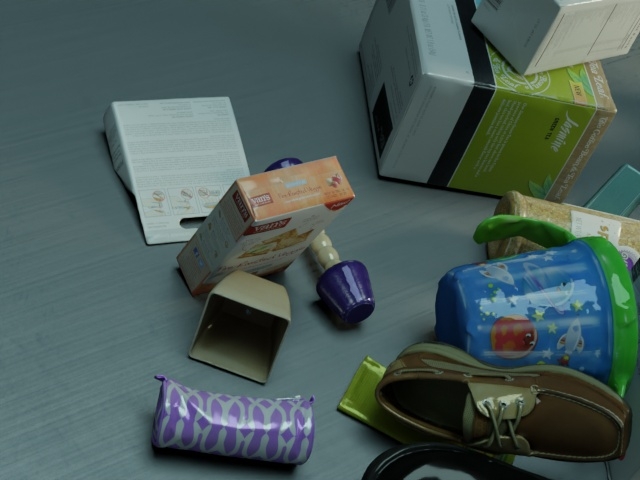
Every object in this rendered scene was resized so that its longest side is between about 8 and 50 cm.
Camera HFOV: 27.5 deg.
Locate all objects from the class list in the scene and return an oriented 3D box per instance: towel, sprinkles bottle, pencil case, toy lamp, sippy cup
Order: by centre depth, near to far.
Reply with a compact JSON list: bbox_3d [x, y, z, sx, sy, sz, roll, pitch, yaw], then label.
[{"bbox_3d":[-0.103,0.219,1.584,0.206,0.086,0.088,9,79,-15],"label":"pencil case"},{"bbox_3d":[0.146,0.240,1.714,0.237,0.021,0.102,27,43,6],"label":"towel"},{"bbox_3d":[0.278,0.114,1.761,0.224,0.240,0.305,-2,18,-10],"label":"sippy cup"},{"bbox_3d":[0.000,0.000,1.849,0.080,0.080,0.275,-7,52,-27],"label":"toy lamp"},{"bbox_3d":[0.436,0.020,1.974,0.355,0.121,0.121,12,44,-10],"label":"sprinkles bottle"}]

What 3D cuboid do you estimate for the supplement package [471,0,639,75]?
[{"bbox_3d":[0.378,-0.359,1.988,0.244,0.139,0.134,-15,56,-36],"label":"supplement package"}]

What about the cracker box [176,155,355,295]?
[{"bbox_3d":[-0.076,-0.016,1.718,0.155,0.232,0.067,-15,71,-32],"label":"cracker box"}]

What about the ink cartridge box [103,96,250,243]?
[{"bbox_3d":[-0.200,-0.097,1.900,0.189,0.066,0.232,-6,71,-27],"label":"ink cartridge box"}]

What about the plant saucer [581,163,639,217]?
[{"bbox_3d":[0.489,-0.070,2.157,0.067,0.018,0.192,36,46,15],"label":"plant saucer"}]

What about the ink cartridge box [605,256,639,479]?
[{"bbox_3d":[0.517,0.125,1.707,0.166,0.395,0.286,13,45,-13],"label":"ink cartridge box"}]

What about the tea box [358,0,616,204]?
[{"bbox_3d":[0.257,-0.263,2.105,0.323,0.220,0.329,9,45,-16],"label":"tea box"}]

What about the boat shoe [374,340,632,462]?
[{"bbox_3d":[0.213,0.214,1.600,0.324,0.123,0.120,9,19,31],"label":"boat shoe"}]

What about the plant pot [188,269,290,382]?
[{"bbox_3d":[-0.097,0.101,1.699,0.109,0.109,0.096,20,31,-3],"label":"plant pot"}]

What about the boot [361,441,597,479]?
[{"bbox_3d":[0.236,0.319,1.485,0.347,0.260,0.131,11,85,-12],"label":"boot"}]
